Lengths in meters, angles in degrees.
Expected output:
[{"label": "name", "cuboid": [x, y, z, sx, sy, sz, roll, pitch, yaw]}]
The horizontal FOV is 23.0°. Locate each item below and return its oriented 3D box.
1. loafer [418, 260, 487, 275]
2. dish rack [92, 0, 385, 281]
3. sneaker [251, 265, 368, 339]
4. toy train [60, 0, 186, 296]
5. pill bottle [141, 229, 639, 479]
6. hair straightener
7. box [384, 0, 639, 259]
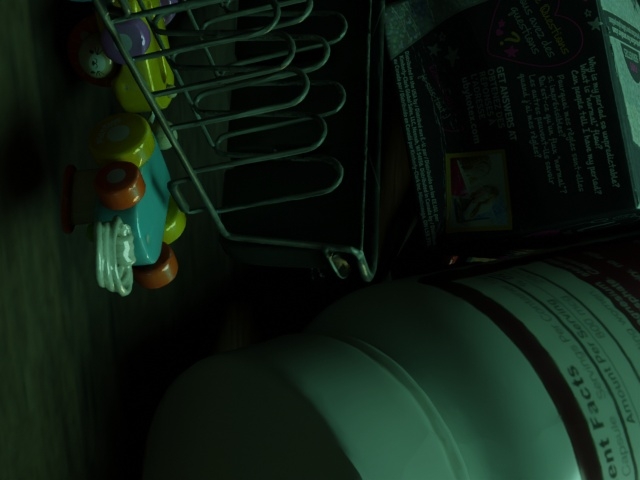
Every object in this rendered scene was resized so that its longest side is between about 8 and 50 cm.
[{"label": "loafer", "cuboid": [0.065, 0.087, 1.035, 0.220, 0.080, 0.078, -33, 124, -31]}, {"label": "dish rack", "cuboid": [-0.033, -0.127, 0.606, 0.271, 0.074, 0.208, 66, 22, -58]}, {"label": "sneaker", "cuboid": [0.002, 0.001, 0.909, 0.089, 0.051, 0.170, -7, 116, -68]}, {"label": "toy train", "cuboid": [-0.090, -0.061, 0.603, 0.125, 0.046, 0.166, 6, 80, -78]}, {"label": "pill bottle", "cuboid": [0.112, 0.121, 0.876, 0.392, 0.224, 0.224, -10, 116, -40]}, {"label": "hair straightener", "cuboid": [0.066, 0.065, 1.115, 0.230, 0.047, 0.089, -63, 157, -26]}, {"label": "box", "cuboid": [0.156, -0.079, 1.032, 0.247, 0.142, 0.163, 5, 74, -68]}]
